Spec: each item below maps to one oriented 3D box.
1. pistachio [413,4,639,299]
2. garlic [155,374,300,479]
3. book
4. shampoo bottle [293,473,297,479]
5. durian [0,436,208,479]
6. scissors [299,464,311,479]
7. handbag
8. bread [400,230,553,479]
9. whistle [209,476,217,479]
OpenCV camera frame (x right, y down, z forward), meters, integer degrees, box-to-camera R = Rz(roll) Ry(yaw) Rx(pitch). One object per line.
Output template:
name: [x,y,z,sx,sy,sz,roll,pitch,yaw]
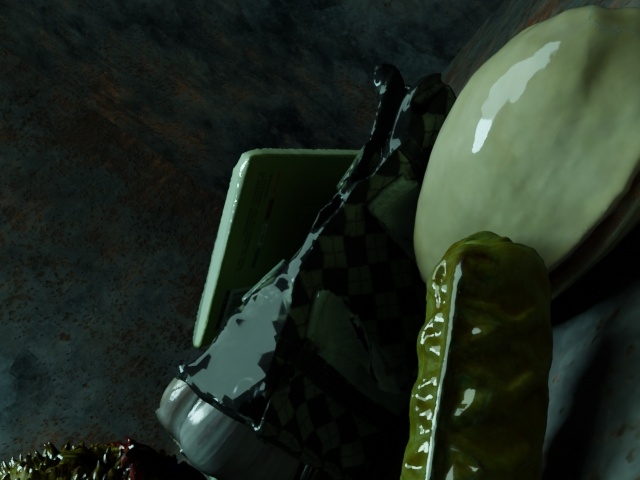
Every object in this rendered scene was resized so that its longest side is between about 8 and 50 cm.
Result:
pistachio: [0.200,-0.056,0.617,0.214,0.193,0.318,-101,28,-54]
garlic: [-0.105,0.252,0.987,0.256,0.207,0.207,-19,-27,-52]
book: [0.000,0.000,0.861,0.352,0.035,0.239,-9,-56,-50]
shampoo bottle: [-0.075,0.353,1.066,0.085,0.085,0.244,-54,8,11]
durian: [-0.275,0.412,0.855,0.347,0.384,0.347,-59,12,21]
scissors: [0.040,0.204,1.093,0.256,0.029,0.383,112,-178,-51]
handbag: [0.048,0.040,0.778,0.416,0.180,0.317,-56,-33,-12]
bread: [0.114,0.117,0.508,0.098,0.087,0.269,139,147,-61]
whistle: [-0.162,0.409,1.312,0.101,0.106,0.253,-32,3,9]
